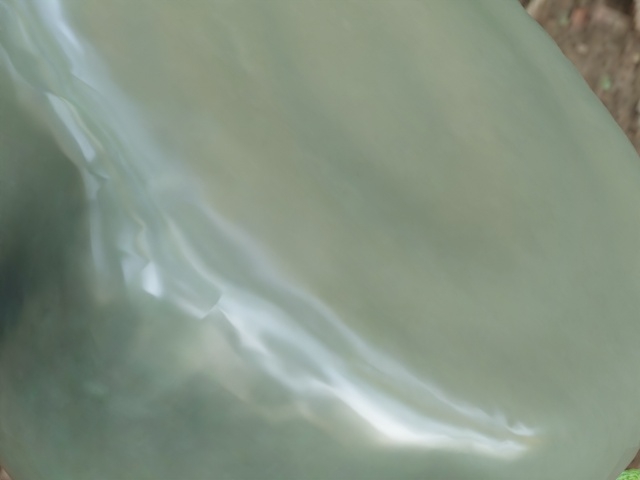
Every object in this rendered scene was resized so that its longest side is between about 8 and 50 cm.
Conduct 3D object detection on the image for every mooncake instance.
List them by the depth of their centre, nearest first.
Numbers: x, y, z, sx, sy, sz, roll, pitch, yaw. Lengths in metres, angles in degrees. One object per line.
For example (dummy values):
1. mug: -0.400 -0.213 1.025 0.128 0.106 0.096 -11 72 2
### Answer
1. mooncake: -0.017 -0.007 0.601 0.275 0.135 0.275 33 33 -24

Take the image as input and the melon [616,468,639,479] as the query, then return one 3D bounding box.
1. melon: 0.272 0.308 1.626 0.169 0.265 0.129 -26 45 -36
